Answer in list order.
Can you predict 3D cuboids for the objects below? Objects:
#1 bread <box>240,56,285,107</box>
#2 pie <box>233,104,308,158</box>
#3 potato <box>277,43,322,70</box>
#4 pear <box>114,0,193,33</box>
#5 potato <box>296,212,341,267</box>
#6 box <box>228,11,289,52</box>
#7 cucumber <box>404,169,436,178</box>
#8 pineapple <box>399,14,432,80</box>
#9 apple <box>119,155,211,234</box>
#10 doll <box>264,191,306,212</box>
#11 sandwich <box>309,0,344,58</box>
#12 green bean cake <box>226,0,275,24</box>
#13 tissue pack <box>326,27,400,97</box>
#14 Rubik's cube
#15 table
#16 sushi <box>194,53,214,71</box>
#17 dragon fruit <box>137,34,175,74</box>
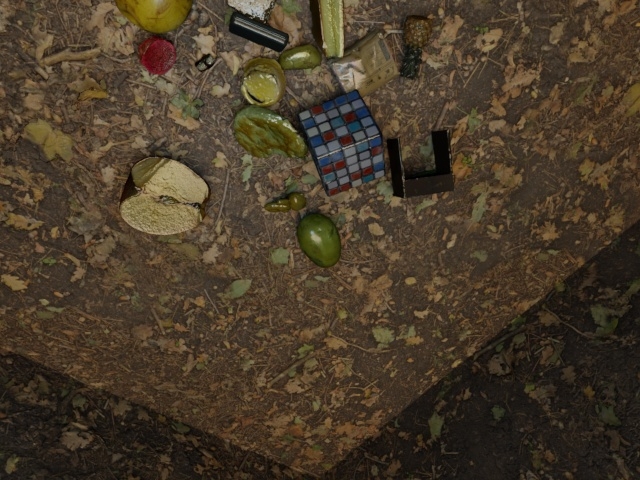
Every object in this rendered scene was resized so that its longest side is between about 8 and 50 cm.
[{"bbox_3d":[-0.241,-0.654,1.723,0.197,0.170,0.197,1,120,2],"label":"bread"},{"bbox_3d":[-0.229,-0.449,1.765,0.078,0.371,0.296,-63,145,-21],"label":"pie"},{"bbox_3d":[-0.089,-0.766,1.743,0.188,0.085,0.105,-13,142,1],"label":"potato"},{"bbox_3d":[-0.592,-0.889,1.478,0.281,0.280,0.280,-4,119,-8],"label":"pear"},{"bbox_3d":[0.001,0.001,2.103,0.216,0.216,0.304,-28,114,6],"label":"potato"},{"bbox_3d":[-0.245,-0.820,1.640,0.230,0.160,0.050,15,99,-18],"label":"box"},{"bbox_3d":[0.504,-0.317,2.103,0.250,0.056,0.056,-17,120,-3],"label":"cucumber"},{"bbox_3d":[0.402,-0.824,1.782,0.128,0.128,0.248,-1,125,-9],"label":"pineapple"},{"bbox_3d":[-0.681,-0.195,1.837,0.365,0.295,0.329,11,152,-20],"label":"apple"},{"bbox_3d":[-0.174,-0.189,2.042,0.210,0.097,0.137,-9,158,3],"label":"doll"},{"bbox_3d":[0.032,-0.863,1.678,0.122,0.128,0.235,-8,113,-12],"label":"sandwich"},{"bbox_3d":[-0.253,-0.953,1.603,0.173,0.094,0.181,22,112,-20],"label":"green bean cake"},{"bbox_3d":[0.186,-0.741,1.781,0.257,0.123,0.215,-30,121,8],"label":"tissue pack"},{"bbox_3d":[0.096,-0.415,1.795,0.293,0.287,0.292,-20,150,0],"label":"Rubik's cube"},{"bbox_3d":[0.469,-0.362,1.967,0.251,0.196,0.282,-11,103,-4],"label":"table"},{"bbox_3d":[-0.477,-0.734,1.722,0.083,0.044,0.046,-30,141,9],"label":"sushi"},{"bbox_3d":[-0.663,-0.755,1.644,0.111,0.153,0.153,44,108,15],"label":"dragon fruit"}]
